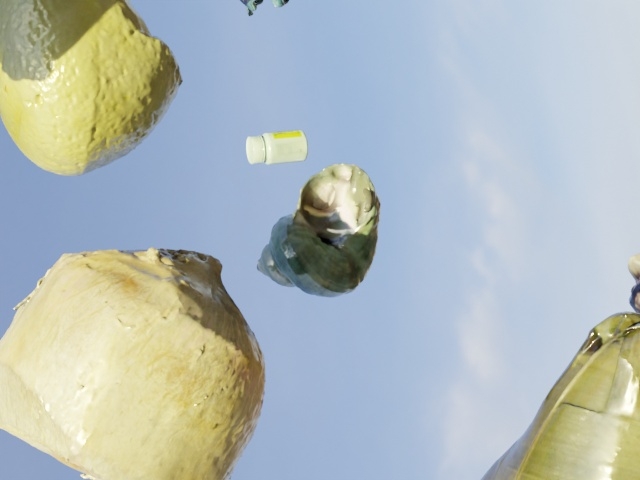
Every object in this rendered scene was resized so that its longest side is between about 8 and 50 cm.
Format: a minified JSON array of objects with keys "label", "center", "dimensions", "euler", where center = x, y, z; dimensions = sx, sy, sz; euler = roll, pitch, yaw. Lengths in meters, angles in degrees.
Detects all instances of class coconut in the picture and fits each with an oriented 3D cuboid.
[{"label":"coconut","center":[-0.260,0.177,1.451],"dimensions":[0.404,0.404,0.405],"euler":[31,-127,-53]}]

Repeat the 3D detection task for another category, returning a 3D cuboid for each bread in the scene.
[{"label":"bread","center":[-0.358,-0.249,1.420],"dimensions":[0.237,0.320,0.320],"euler":[-37,-64,-24]}]

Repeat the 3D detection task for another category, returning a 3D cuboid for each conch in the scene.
[{"label":"conch","center":[0.000,0.000,1.826],"dimensions":[0.220,0.277,0.195],"euler":[59,-158,-2]}]

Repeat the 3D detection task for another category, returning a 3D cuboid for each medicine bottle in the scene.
[{"label":"medicine bottle","center":[-0.063,-0.134,1.445],"dimensions":[0.083,0.047,0.047],"euler":[-6,-97,-19]}]

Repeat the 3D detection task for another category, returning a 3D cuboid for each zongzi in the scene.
[{"label":"zongzi","center":[0.299,0.198,1.152],"dimensions":[0.181,0.418,0.447],"euler":[16,-89,-20]}]

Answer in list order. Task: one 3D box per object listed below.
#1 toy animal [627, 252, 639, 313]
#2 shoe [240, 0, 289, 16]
[{"label":"toy animal","center":[0.655,0.161,1.733],"dimensions":[0.302,0.194,0.344],"euler":[-25,-108,-46]},{"label":"shoe","center":[-0.095,-0.534,2.051],"dimensions":[0.106,0.207,0.091],"euler":[54,-137,-21]}]
